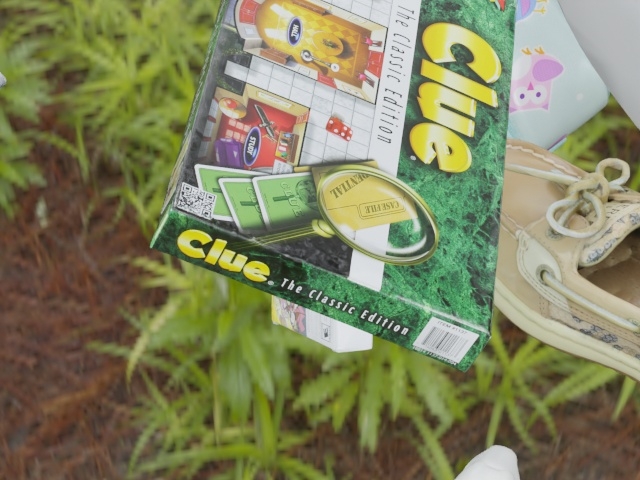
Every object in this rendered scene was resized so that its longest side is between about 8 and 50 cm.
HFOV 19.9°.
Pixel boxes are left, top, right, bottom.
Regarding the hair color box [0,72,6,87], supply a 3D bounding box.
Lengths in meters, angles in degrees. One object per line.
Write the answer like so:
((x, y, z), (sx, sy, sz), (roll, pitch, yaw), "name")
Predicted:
((-0.332, -0.053, 0.868), (0.185, 0.113, 0.374), (51, 33, -8), "hair color box")

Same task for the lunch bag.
((0.072, -0.152, 1.245), (0.108, 0.279, 0.224), (-34, 110, -10), "lunch bag")

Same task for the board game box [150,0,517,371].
((0.016, -0.066, 0.784), (0.136, 0.030, 0.260), (23, 42, -12), "board game box")

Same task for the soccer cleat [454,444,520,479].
((0.096, 0.227, 1.236), (0.068, 0.196, 0.076), (24, 33, 12), "soccer cleat")

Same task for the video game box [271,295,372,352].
((0.000, 0.000, 1.888), (0.048, 0.187, 0.205), (-3, 99, -24), "video game box")

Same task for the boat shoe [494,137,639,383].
((0.180, 0.021, 0.949), (0.285, 0.089, 0.104), (36, 52, 22), "boat shoe")

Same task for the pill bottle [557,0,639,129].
((0.202, -0.126, 0.518), (0.272, 0.152, 0.152), (-37, 66, -5), "pill bottle")
